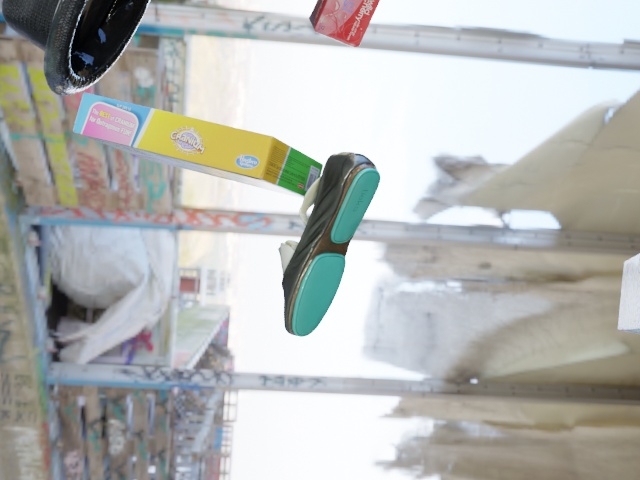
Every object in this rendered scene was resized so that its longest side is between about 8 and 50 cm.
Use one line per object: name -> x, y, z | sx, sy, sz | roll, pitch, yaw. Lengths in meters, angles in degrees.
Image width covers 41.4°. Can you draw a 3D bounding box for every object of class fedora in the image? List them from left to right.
fedora -> -0.373, -0.395, 1.297 | 0.334, 0.152, 0.334 | -62, 178, -3

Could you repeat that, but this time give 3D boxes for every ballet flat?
ballet flat -> 0.000, 0.000, 1.233 | 0.096, 0.095, 0.280 | 32, -77, 39

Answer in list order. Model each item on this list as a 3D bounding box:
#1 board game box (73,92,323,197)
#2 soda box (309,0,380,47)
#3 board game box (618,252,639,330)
board game box -> -0.182, -0.142, 1.320 | 0.242, 0.316, 0.064 | 15, 90, -73
soda box -> 0.074, -0.473, 1.456 | 0.083, 0.092, 0.263 | -106, -142, -60
board game box -> 0.634, 0.102, 1.523 | 0.275, 0.144, 0.142 | 33, 64, -77
